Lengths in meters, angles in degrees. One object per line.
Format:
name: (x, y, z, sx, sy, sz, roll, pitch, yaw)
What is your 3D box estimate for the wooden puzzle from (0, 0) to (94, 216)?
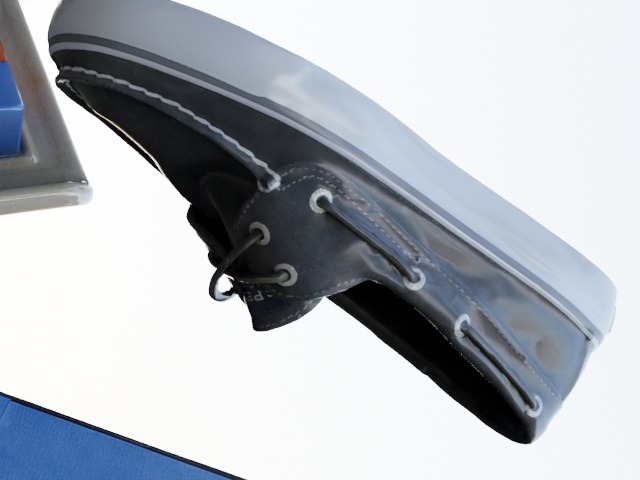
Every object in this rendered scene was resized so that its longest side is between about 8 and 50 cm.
wooden puzzle: (-0.350, -0.133, 1.083, 0.080, 0.322, 0.348, 104, -32, -42)

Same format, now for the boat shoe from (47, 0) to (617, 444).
boat shoe: (0.000, 0.000, 0.536, 0.228, 0.076, 0.080, 32, -17, -25)

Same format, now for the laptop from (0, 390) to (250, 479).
laptop: (-0.054, 0.227, 0.597, 0.382, 0.236, 0.408, 20, -3, -6)
